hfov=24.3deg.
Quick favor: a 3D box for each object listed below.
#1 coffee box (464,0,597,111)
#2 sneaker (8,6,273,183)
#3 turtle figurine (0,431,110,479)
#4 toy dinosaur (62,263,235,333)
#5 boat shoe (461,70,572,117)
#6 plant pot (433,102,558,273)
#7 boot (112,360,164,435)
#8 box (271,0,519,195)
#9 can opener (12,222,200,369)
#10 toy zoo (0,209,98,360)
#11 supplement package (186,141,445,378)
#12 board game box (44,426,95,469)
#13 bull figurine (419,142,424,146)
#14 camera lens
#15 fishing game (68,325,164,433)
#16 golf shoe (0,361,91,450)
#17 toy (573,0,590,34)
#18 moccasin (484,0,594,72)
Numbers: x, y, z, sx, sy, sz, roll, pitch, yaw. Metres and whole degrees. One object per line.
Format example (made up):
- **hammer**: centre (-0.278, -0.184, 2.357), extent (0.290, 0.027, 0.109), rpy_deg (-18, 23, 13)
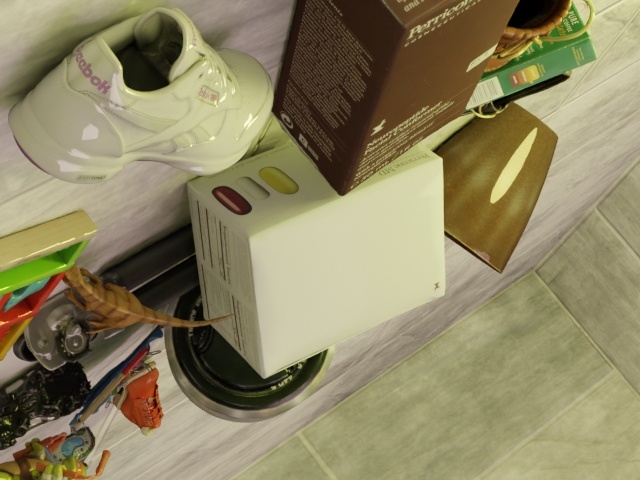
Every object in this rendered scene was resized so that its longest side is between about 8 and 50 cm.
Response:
- **coffee box**: centre (0.249, -0.234, 1.881), extent (0.184, 0.040, 0.113), rpy_deg (-22, -147, 8)
- **sneaker**: centre (-0.119, -0.130, 1.273), extent (0.152, 0.114, 0.305), rpy_deg (-45, 166, 32)
- **turtle figurine**: centre (-0.393, 0.301, 1.899), extent (0.217, 0.087, 0.269), rpy_deg (0, -177, -21)
- **toy dinosaur**: centre (-0.216, 0.079, 1.664), extent (0.211, 0.064, 0.112), rpy_deg (22, 166, -35)
- **boat shoe**: centre (0.228, -0.205, 1.986), extent (0.227, 0.069, 0.081), rpy_deg (-25, 153, 28)
- **plant pot**: centre (0.267, -0.103, 2.365), extent (0.230, 0.215, 0.215), rpy_deg (-54, 167, 2)
- **boot**: centre (-0.264, 0.242, 2.272), extent (0.059, 0.085, 0.158), rpy_deg (-30, 164, -29)
- **box**: centre (0.080, -0.214, 1.506), extent (0.191, 0.143, 0.381), rpy_deg (-34, 165, -19)
- **can opener**: centre (-0.240, 0.061, 1.771), extent (0.283, 0.076, 0.095), rpy_deg (-32, -162, -32)
- **toy zoo**: centre (-0.367, 0.089, 1.540), extent (0.192, 0.030, 0.293), rpy_deg (-24, 161, -50)
- **supplement package**: centre (0.000, 0.000, 1.740), extent (0.261, 0.145, 0.204), rpy_deg (-23, 130, -24)
- **board game box**: centre (-0.432, 0.371, 2.300), extent (0.194, 0.060, 0.194), rpy_deg (-27, 164, -43)
- **bull figurine**: centre (0.022, -0.074, 1.919), extent (0.188, 0.101, 0.310), rpy_deg (-49, 164, 31)
- **camera lens**: centre (-0.097, 0.132, 1.985), extent (0.219, 0.219, 0.274), rpy_deg (-37, 176, -9)
- **fishing game**: centre (-0.265, 0.187, 1.992), extent (0.189, 0.041, 0.264), rpy_deg (-47, -175, 0)
- **golf shoe**: centre (-0.377, 0.207, 1.881), extent (0.094, 0.077, 0.198), rpy_deg (-20, -177, 38)
- **toy**: centre (0.289, -0.287, 1.994), extent (0.136, 0.056, 0.237), rpy_deg (-20, 154, 4)
- **moccasin**: centre (0.220, -0.275, 1.659), extent (0.139, 0.147, 0.380), rpy_deg (-36, 167, -15)
